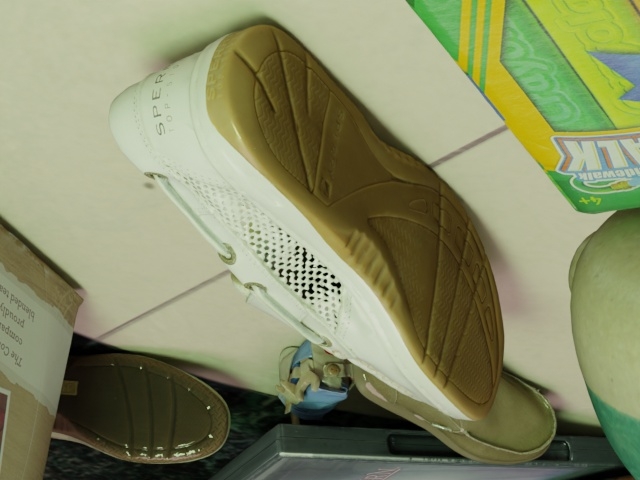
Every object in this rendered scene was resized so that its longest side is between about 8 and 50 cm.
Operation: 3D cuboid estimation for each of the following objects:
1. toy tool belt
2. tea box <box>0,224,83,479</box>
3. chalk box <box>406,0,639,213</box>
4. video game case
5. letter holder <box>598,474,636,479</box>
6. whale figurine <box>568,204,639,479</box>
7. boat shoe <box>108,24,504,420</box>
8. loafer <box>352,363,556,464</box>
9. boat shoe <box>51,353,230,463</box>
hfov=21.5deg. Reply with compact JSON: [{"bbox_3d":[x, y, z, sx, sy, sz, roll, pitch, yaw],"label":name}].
[{"bbox_3d":[-0.001,0.088,1.039,0.052,0.051,0.083,14,152,-12],"label":"toy tool belt"},{"bbox_3d":[-0.359,0.065,0.909,0.323,0.220,0.329,-3,151,23],"label":"tea box"},{"bbox_3d":[0.127,-0.096,0.556,0.132,0.132,0.213,-10,148,30],"label":"chalk box"},{"bbox_3d":[0.064,0.166,1.140,0.274,0.026,0.196,4,156,-22],"label":"video game case"},{"bbox_3d":[0.259,0.299,1.155,0.152,0.214,0.302,-19,151,41],"label":"letter holder"},{"bbox_3d":[0.203,0.024,0.639,0.216,0.272,0.141,-9,108,26],"label":"whale figurine"},{"bbox_3d":[0.000,0.000,0.827,0.096,0.098,0.277,-10,139,32],"label":"boat shoe"},{"bbox_3d":[0.089,0.097,1.026,0.148,0.056,0.050,22,156,-25],"label":"loafer"},{"bbox_3d":[-0.145,0.109,1.121,0.190,0.068,0.072,11,167,15],"label":"boat shoe"}]
